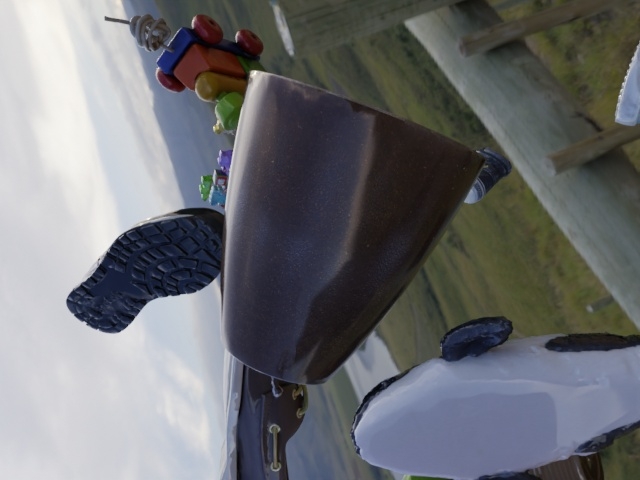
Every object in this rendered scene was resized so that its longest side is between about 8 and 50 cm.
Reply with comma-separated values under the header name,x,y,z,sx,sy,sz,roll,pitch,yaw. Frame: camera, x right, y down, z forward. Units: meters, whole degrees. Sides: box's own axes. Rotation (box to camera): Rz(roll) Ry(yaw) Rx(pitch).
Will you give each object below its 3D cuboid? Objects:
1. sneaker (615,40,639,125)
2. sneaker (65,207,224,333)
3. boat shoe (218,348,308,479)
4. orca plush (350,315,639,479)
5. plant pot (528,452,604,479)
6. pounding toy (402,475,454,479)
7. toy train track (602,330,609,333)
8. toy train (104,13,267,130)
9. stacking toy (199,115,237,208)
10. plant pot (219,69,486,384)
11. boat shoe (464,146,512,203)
name,x,y,z,sx,sy,sz,roll,pitch,yaw
sneaker,0.630,-0.323,1.024,0.150,0.366,0.135,30,166,31
sneaker,-0.204,0.007,0.761,0.107,0.283,0.124,45,-141,-24
boat shoe,-0.066,0.201,0.720,0.116,0.097,0.324,-116,30,-72
orca plush,0.163,0.091,0.468,0.151,0.287,0.102,53,-163,-13
plant pot,0.392,0.363,1.024,0.237,0.110,0.237,33,-134,-42
pounding toy,0.193,0.350,0.746,0.183,0.110,0.237,37,-144,-7
toy train track,0.231,0.110,0.526,0.014,0.048,0.083,33,138,29
toy train,-0.140,-0.197,0.772,0.143,0.105,0.248,53,-153,15
stacking toy,-0.180,-0.115,1.189,0.167,0.052,0.221,-113,34,-41
plant pot,0.000,0.000,0.547,0.215,0.215,0.230,-129,60,-77
boat shoe,0.212,-0.113,0.977,0.183,0.083,0.065,33,152,53
